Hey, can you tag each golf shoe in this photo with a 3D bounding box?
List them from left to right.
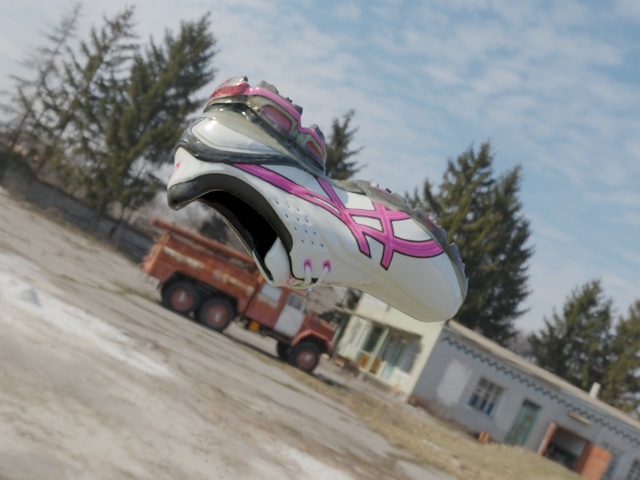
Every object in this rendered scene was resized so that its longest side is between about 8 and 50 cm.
[{"bbox_3d":[0.000,0.000,0.404,0.186,0.085,0.067,36,-29,-17],"label":"golf shoe"}]
